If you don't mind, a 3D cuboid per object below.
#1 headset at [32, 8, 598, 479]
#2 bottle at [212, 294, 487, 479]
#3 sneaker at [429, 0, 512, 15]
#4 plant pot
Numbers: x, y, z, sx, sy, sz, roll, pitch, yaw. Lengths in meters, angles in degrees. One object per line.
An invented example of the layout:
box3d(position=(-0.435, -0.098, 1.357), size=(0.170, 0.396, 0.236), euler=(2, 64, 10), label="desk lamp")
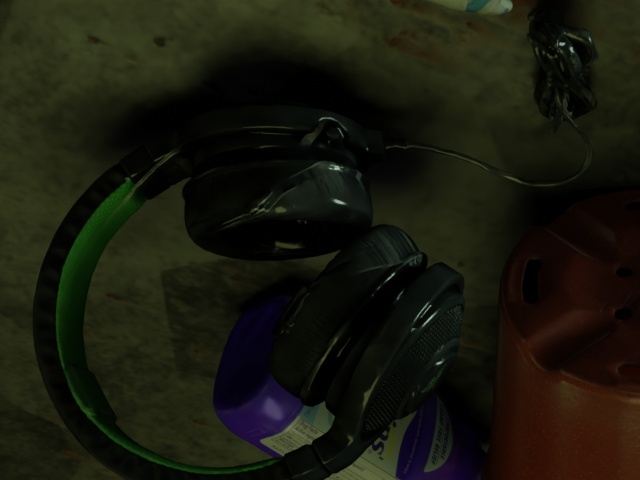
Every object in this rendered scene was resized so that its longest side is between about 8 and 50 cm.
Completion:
box3d(position=(0.000, 0.000, 0.882), size=(0.394, 0.243, 0.185), euler=(-31, 162, -2), label="headset")
box3d(position=(0.046, 0.154, 1.130), size=(0.283, 0.118, 0.092), euler=(36, 141, -28), label="bottle")
box3d(position=(0.120, -0.207, 0.745), size=(0.092, 0.087, 0.228), euler=(18, 145, -24), label="sneaker")
box3d(position=(0.230, 0.126, 0.988), size=(0.272, 0.272, 0.265), euler=(-2, 130, 9), label="plant pot")
